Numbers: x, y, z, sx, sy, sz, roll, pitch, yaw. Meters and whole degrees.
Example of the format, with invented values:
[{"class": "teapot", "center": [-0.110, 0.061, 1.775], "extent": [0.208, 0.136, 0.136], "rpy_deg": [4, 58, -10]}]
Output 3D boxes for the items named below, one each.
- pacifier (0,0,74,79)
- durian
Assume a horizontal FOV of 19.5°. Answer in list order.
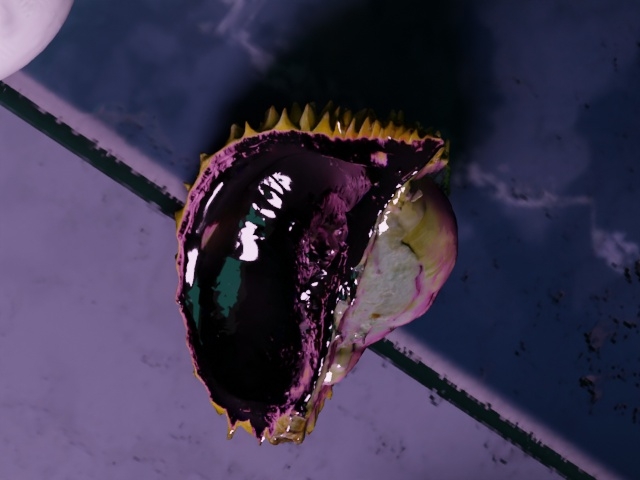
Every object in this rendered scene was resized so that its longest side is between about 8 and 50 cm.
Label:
[{"class": "pacifier", "center": [-0.186, -0.169, 0.649], "extent": [0.343, 0.288, 0.269], "rpy_deg": [-41, 80, 3]}, {"class": "durian", "center": [0.003, 0.000, 0.899], "extent": [0.108, 0.119, 0.187], "rpy_deg": [-14, 133, -54]}]
